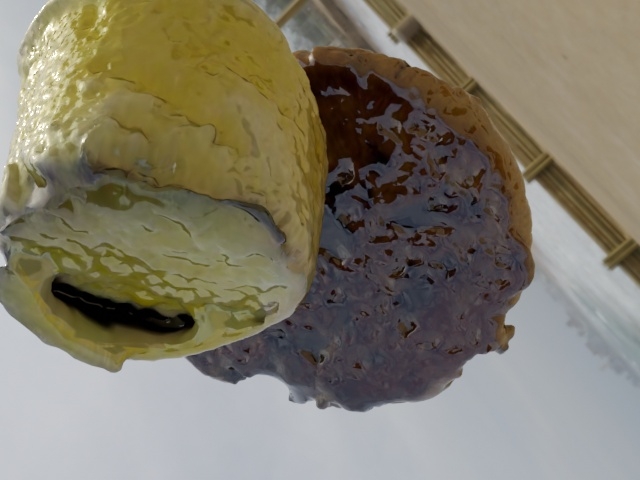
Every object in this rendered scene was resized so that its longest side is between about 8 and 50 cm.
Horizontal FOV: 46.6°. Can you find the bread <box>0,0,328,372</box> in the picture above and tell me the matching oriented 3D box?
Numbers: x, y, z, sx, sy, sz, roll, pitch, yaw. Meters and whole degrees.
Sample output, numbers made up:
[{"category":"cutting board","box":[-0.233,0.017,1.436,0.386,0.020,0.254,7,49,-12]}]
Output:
[{"category":"bread","box":[-0.090,-0.037,0.425,0.197,0.197,0.170,40,-149,-31]}]

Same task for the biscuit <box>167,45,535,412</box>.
[{"category":"biscuit","box":[0.002,0.004,0.592,0.289,0.334,0.081,62,-151,-15]}]
